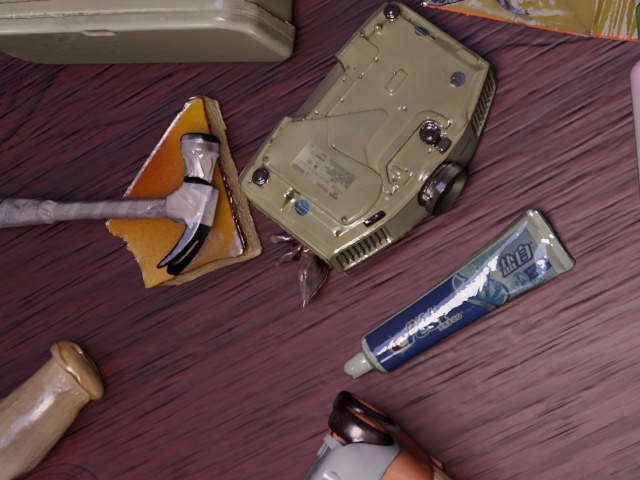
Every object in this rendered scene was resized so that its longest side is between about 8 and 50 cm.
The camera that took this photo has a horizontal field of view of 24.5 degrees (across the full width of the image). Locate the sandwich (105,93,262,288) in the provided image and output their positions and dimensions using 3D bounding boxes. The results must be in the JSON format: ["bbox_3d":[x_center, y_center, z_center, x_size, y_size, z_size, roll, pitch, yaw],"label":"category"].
[{"bbox_3d":[-0.168,-0.049,1.678,0.162,0.058,0.193,-20,77,18],"label":"sandwich"}]

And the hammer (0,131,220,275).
[{"bbox_3d":[-0.291,-0.042,1.695,0.427,0.044,0.152,1,80,34],"label":"hammer"}]

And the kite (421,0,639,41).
[{"bbox_3d":[0.240,-0.351,1.579,0.327,0.013,0.377,-37,74,14],"label":"kite"}]

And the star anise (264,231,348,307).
[{"bbox_3d":[-0.006,0.010,1.610,0.124,0.056,0.129,9,85,19],"label":"star anise"}]

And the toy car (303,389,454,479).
[{"bbox_3d":[0.062,0.284,1.466,0.212,0.270,0.180,32,91,2],"label":"toy car"}]

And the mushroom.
[{"bbox_3d":[-0.352,0.218,1.703,0.247,0.108,0.096,-38,114,15],"label":"mushroom"}]

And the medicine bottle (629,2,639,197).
[{"bbox_3d":[0.372,-0.106,1.440,0.133,0.133,0.274,-7,82,20],"label":"medicine bottle"}]

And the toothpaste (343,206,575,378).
[{"bbox_3d":[0.138,0.069,1.560,0.268,0.047,0.069,-34,61,11],"label":"toothpaste"}]

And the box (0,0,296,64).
[{"bbox_3d":[-0.201,-0.381,1.667,0.352,0.177,0.343,1,82,21],"label":"box"}]

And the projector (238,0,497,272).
[{"bbox_3d":[0.061,-0.105,1.556,0.193,0.088,0.269,37,84,19],"label":"projector"}]
